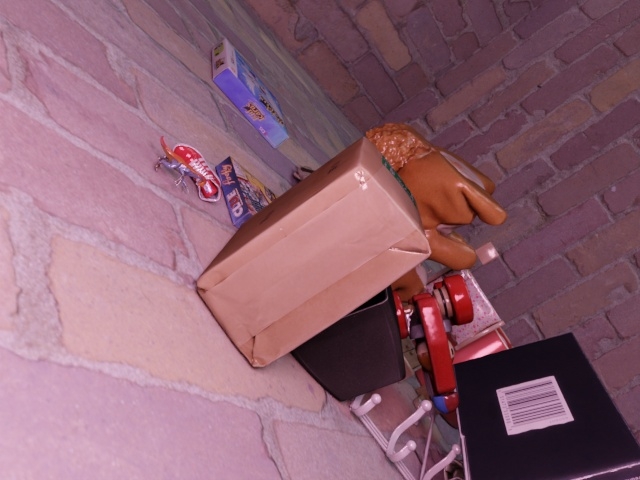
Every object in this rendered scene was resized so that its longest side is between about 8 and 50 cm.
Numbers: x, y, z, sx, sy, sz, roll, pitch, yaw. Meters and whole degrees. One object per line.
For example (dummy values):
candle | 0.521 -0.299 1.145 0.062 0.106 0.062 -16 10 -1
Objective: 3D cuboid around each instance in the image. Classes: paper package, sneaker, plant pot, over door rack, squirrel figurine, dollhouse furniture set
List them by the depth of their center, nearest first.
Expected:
paper package | 0.000 0.000 0.984 0.168 0.309 0.325 53 13 -10
sneaker | -0.214 -0.116 1.090 0.118 0.042 0.067 48 12 -36
plant pot | 0.058 0.168 1.099 0.187 0.188 0.167 -81 148 -71
over door rack | 0.170 0.326 1.229 0.240 0.108 0.324 55 14 -7
sneaker | 0.310 0.508 1.357 0.086 0.064 0.192 60 17 -2
squirrel figurine | 0.174 -0.050 1.440 0.397 0.370 0.281 33 22 -11
dollhouse furniture set | 0.334 0.217 1.509 0.303 0.355 0.174 60 15 15
plant pot | 0.412 0.339 1.721 0.275 0.243 0.275 50 15 -18

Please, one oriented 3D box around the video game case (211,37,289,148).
video game case | -0.205 -0.428 1.794 0.269 0.061 0.244 46 18 -34

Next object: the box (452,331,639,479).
box | 0.478 0.516 1.223 0.480 0.297 0.472 -65 136 -72

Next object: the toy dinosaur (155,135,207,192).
toy dinosaur | -0.223 -0.117 1.004 0.082 0.090 0.047 7 14 -8

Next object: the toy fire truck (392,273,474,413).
toy fire truck | 0.229 0.216 1.270 0.302 0.169 0.254 72 3 -81

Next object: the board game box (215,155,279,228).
board game box | -0.110 -0.049 1.281 0.243 0.042 0.165 40 21 -48

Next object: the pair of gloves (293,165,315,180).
pair of gloves | 0.039 -0.158 1.771 0.240 0.042 0.204 12 17 -18
